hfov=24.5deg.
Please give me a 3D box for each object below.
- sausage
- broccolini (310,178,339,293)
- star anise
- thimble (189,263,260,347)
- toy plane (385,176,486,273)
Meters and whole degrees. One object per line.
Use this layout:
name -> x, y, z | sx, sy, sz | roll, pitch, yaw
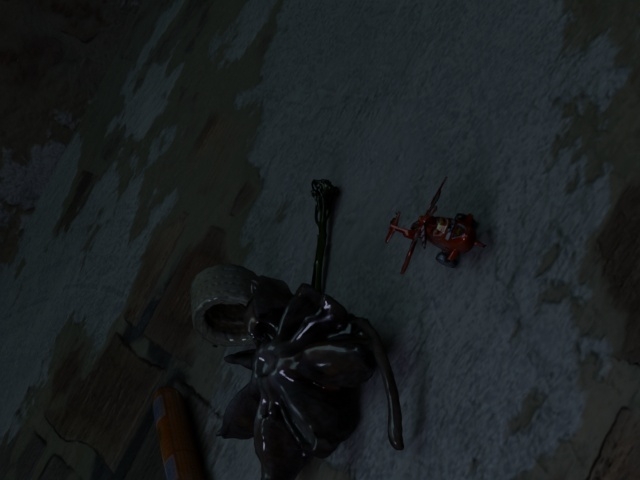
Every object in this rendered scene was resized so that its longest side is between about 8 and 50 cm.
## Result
sausage -> -0.208, 0.308, 2.166 | 0.053, 0.053, 0.348 | -56, 24, 14
broccolini -> -0.001, 0.001, 2.116 | 0.042, 0.044, 0.218 | -22, 48, 34
star anise -> -0.012, 0.183, 1.841 | 0.316, 0.139, 0.359 | -53, 39, 37
thimble -> -0.134, 0.094, 2.172 | 0.102, 0.115, 0.090 | -47, 28, 25
toy plane -> 0.133, -0.001, 1.795 | 0.194, 0.077, 0.126 | -37, 29, 59
